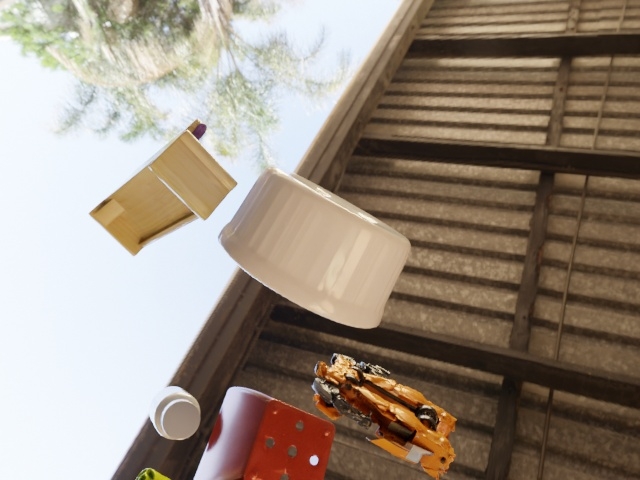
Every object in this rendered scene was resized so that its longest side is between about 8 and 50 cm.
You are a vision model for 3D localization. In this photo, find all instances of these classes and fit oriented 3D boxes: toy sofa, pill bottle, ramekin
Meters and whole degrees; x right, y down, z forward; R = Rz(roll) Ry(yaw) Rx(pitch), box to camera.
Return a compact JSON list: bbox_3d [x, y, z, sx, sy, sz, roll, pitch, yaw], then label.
[{"bbox_3d":[-0.342,-0.106,1.072,0.362,0.150,0.177,-20,-150,44],"label":"toy sofa"},{"bbox_3d":[-0.423,0.506,1.415,0.131,0.131,0.229,-46,-170,-24],"label":"pill bottle"},{"bbox_3d":[0.000,0.000,0.729,0.277,0.277,0.135,37,-79,40],"label":"ramekin"}]

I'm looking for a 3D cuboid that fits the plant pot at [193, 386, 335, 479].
[{"bbox_3d":[-0.111,0.505,1.154,0.267,0.236,0.267,28,-124,-15],"label":"plant pot"}]

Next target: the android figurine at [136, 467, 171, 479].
[{"bbox_3d":[-0.314,0.536,0.830,0.056,0.273,0.248,-9,-136,21],"label":"android figurine"}]

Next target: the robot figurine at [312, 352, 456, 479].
[{"bbox_3d":[0.113,0.322,0.927,0.291,0.085,0.211,26,-167,13],"label":"robot figurine"}]
